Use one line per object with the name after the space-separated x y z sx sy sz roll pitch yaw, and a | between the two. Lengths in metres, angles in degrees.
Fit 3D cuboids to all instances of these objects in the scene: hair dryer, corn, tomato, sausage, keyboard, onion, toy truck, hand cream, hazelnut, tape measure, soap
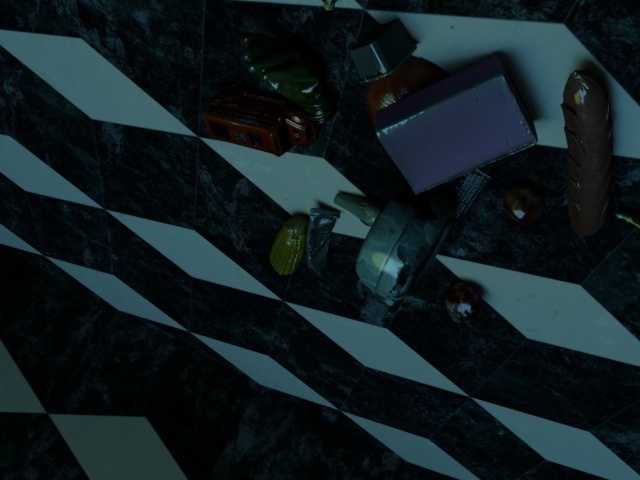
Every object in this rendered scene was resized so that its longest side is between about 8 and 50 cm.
0.114 -0.055 2.117 0.167 0.067 0.199 31 167 16 | hair dryer
-0.083 0.017 2.337 0.097 0.097 0.261 29 150 2 | corn
0.181 -0.260 1.687 0.225 0.085 0.225 23 148 16 | tomato
0.496 -0.153 1.575 0.088 0.088 0.433 13 147 27 | sausage
0.320 -0.103 1.879 0.064 0.010 0.198 29 151 4 | keyboard
0.367 0.158 2.166 0.107 0.097 0.107 28 129 41 | onion
-0.133 -0.264 1.921 0.253 0.114 0.107 17 147 23 | toy truck
0.001 0.000 2.255 0.075 0.052 0.248 -10 148 -15 | hand cream
0.423 -0.077 1.765 0.086 0.086 0.086 22 150 13 | hazelnut
0.183 0.008 1.910 0.147 0.256 0.275 30 134 13 | tape measure
0.252 -0.211 1.590 0.259 0.081 0.181 -23 128 23 | soap

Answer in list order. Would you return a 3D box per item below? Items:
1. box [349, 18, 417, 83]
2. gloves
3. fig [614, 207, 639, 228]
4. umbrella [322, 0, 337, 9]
0.113 -0.352 1.570 0.084 0.122 0.069 -6 123 44 | box
-0.063 -0.342 1.753 0.135 0.107 0.268 10 163 45 | gloves
0.669 0.027 1.635 0.231 0.143 0.160 15 179 23 | fig
0.025 -0.474 1.533 0.040 0.037 0.144 15 147 -2 | umbrella
